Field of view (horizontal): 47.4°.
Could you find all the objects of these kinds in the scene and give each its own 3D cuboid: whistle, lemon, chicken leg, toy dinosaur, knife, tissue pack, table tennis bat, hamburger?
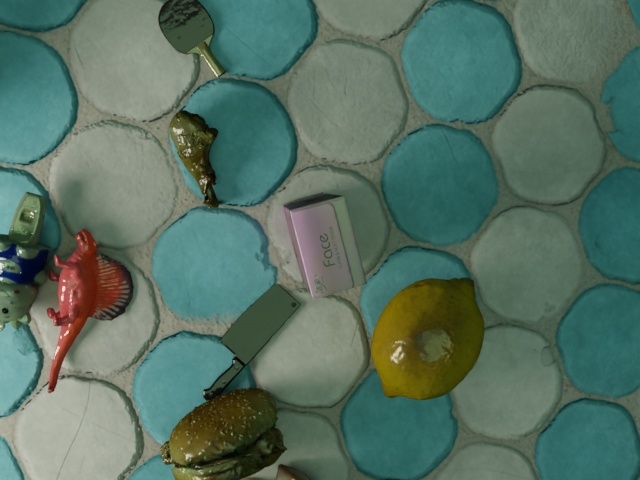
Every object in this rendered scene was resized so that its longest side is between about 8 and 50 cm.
[{"bbox_3d":[-0.515,0.039,1.233,0.110,0.092,0.245,18,94,-3],"label":"whistle"},{"bbox_3d":[0.189,0.171,1.281,0.188,0.188,0.257,33,92,-8],"label":"lemon"},{"bbox_3d":[-0.206,-0.139,1.266,0.093,0.070,0.178,0,110,36],"label":"chicken leg"},{"bbox_3d":[-0.402,0.123,1.281,0.138,0.070,0.286,2,96,-29],"label":"toy dinosaur"},{"bbox_3d":[-0.142,0.186,1.329,0.072,0.019,0.245,41,86,-4],"label":"knife"},{"bbox_3d":[0.000,0.000,1.213,0.092,0.246,0.149,-14,95,-4],"label":"tissue pack"},{"bbox_3d":[-0.219,-0.355,1.276,0.087,0.013,0.156,-34,97,-4],"label":"table tennis bat"},{"bbox_3d":[-0.170,0.338,1.246,0.215,0.189,0.122,-19,98,-7],"label":"hamburger"}]

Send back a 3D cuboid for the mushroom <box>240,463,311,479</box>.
[{"bbox_3d":[-0.109,0.519,1.284,0.173,0.162,0.236,25,90,-10],"label":"mushroom"}]
